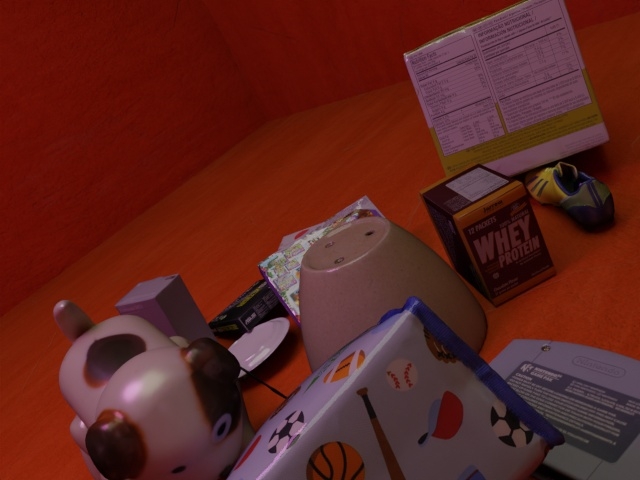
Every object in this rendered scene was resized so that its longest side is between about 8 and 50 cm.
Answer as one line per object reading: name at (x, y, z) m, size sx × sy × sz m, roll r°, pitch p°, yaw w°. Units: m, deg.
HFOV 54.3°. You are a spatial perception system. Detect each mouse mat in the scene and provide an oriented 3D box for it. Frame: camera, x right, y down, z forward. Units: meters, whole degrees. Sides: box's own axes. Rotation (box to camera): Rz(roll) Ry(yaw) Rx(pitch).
mouse mat at (-0.085, 0.248, 1.050) m, size 0.007 × 0.190 × 0.153 m, roll -56°, pitch 29°, yaw -14°

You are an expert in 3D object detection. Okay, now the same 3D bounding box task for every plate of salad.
plate of salad at (-0.141, 0.237, 1.321) m, size 0.200 × 0.048 × 0.200 m, roll -34°, pitch 15°, yaw 10°

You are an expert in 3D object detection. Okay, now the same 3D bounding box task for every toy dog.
toy dog at (-0.252, 0.249, 0.989) m, size 0.285 × 0.395 × 0.408 m, roll -29°, pitch 11°, yaw -26°

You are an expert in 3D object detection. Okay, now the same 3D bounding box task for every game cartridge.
game cartridge at (0.326, 0.220, 0.798) m, size 0.198 × 0.062 × 0.297 m, roll -33°, pitch 22°, yaw -23°

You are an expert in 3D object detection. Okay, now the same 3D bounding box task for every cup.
cup at (0.093, 0.100, 1.095) m, size 0.331 × 0.236 × 0.331 m, roll -23°, pitch 22°, yaw 10°

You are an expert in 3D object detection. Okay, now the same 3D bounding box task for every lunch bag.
lunch bag at (0.044, 0.264, 0.726) m, size 0.328 × 0.239 × 0.385 m, roll -43°, pitch -3°, yaw -12°

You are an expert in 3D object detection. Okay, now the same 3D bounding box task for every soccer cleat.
soccer cleat at (0.493, -0.118, 1.260) m, size 0.094 × 0.121 × 0.289 m, roll -27°, pitch 21°, yaw 3°

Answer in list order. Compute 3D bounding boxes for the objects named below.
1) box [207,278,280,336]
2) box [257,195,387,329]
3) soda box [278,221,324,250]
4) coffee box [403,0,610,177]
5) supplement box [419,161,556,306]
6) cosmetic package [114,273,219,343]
box at (-0.160, 0.151, 1.489) m, size 0.191 × 0.045 × 0.184 m, roll -41°, pitch 10°, yaw -32°
box at (0.040, 0.056, 1.345) m, size 0.293 × 0.057 × 0.201 m, roll -32°, pitch 62°, yaw -12°
soda box at (0.000, 0.000, 1.655) m, size 0.216 × 0.069 × 0.074 m, roll -20°, pitch 23°, yaw 20°
coffee box at (0.427, -0.336, 1.441) m, size 0.338 × 0.334 × 0.338 m, roll -19°, pitch 7°, yaw 21°
supplement box at (0.306, -0.018, 1.163) m, size 0.129 × 0.191 × 0.194 m, roll -29°, pitch 21°, yaw -1°
cosmetic package at (-0.321, 0.200, 1.356) m, size 0.127 × 0.237 × 0.107 m, roll -16°, pitch 24°, yaw 30°
